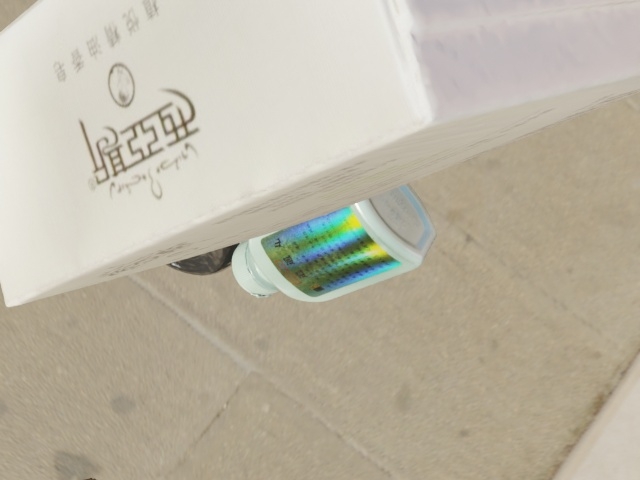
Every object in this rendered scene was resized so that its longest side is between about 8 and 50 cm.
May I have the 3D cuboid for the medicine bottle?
[{"bbox_3d":[0.000,0.000,1.194,0.121,0.229,0.083,47,47,-19],"label":"medicine bottle"}]

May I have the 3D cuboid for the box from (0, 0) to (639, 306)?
[{"bbox_3d":[-0.002,-0.068,0.462,0.194,0.260,0.111,-17,90,-44],"label":"box"}]

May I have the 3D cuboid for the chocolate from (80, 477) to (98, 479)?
[{"bbox_3d":[-0.304,0.311,1.300,0.072,0.147,0.070,55,34,-28],"label":"chocolate"}]

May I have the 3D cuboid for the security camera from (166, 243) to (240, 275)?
[{"bbox_3d":[-0.152,-0.093,1.790,0.197,0.191,0.277,32,47,5],"label":"security camera"}]
